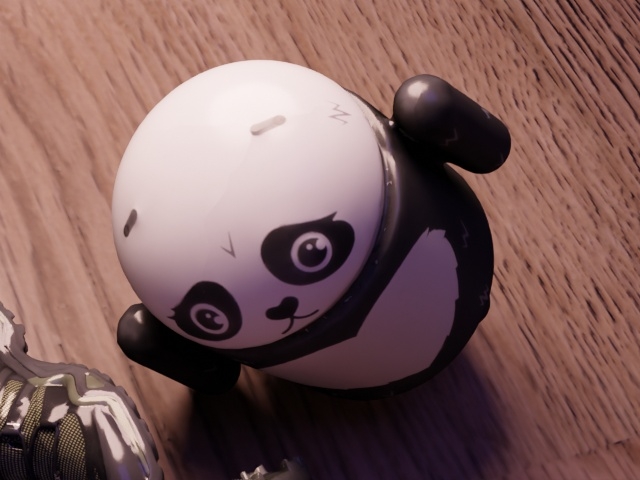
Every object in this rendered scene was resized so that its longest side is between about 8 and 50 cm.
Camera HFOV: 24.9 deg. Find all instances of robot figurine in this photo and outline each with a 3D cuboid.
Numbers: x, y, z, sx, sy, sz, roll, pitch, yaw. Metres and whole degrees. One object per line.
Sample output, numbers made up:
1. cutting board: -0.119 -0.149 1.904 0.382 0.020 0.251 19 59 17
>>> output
1. robot figurine: 0.000 0.003 0.868 0.173 0.278 0.209 13 81 33

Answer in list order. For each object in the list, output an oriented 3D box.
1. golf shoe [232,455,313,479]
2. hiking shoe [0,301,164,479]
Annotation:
1. golf shoe: -0.080 0.228 0.755 0.120 0.105 0.273 45 56 3
2. hiking shoe: -0.180 0.113 0.804 0.114 0.086 0.227 -31 43 -33
